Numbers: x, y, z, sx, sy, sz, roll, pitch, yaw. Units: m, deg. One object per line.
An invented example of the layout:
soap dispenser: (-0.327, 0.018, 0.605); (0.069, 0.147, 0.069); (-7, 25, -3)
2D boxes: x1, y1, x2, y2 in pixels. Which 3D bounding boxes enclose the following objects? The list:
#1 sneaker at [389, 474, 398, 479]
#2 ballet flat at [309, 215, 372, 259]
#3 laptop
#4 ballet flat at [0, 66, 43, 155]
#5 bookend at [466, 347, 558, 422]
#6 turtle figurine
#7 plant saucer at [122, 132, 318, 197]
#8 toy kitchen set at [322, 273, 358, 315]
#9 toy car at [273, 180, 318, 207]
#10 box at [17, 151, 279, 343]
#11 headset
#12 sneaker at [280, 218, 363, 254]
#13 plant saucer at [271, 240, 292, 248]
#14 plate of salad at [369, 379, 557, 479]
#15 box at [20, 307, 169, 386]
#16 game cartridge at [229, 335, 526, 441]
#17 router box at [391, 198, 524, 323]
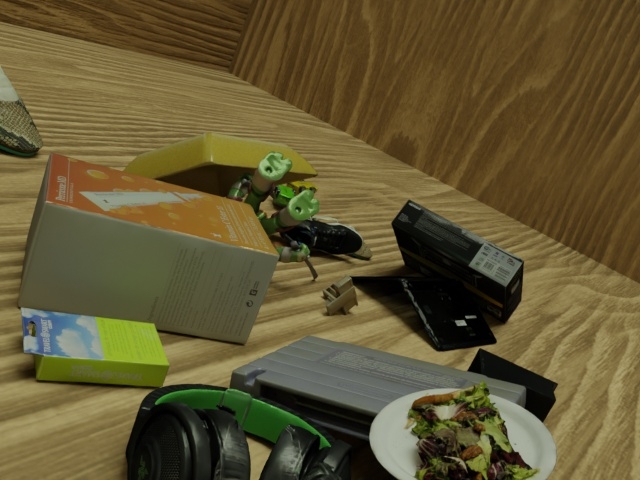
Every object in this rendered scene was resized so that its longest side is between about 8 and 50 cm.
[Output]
sneaker: (0.128, 0.332, 0.738); (0.125, 0.139, 0.341); (-1, -6, 14)
ballet flat: (0.044, -0.016, 1.704); (0.206, 0.067, 0.073); (20, 18, -9)
laptop: (0.225, 0.153, 1.522); (0.234, 0.136, 0.264); (2, 52, -46)
ballet flat: (-0.808, -0.356, 1.485); (0.483, 0.182, 0.164); (26, 17, 10)
bookend: (0.335, 0.279, 1.187); (0.157, 0.072, 0.156); (24, 19, 3)
turtle figurine: (-0.087, -0.059, 1.328); (0.275, 0.266, 0.197); (4, 65, -28)
plant saucer: (-0.232, -0.162, 1.492); (0.333, 0.081, 0.333); (-8, -5, 39)
toy kitchen set: (0.021, 0.103, 1.341); (0.068, 0.083, 0.075); (-36, 47, -19)
toy car: (-0.112, -0.139, 1.901); (0.239, 0.053, 0.225); (16, 19, -16)
box: (-0.271, 0.013, 1.074); (0.345, 0.168, 0.215); (14, 20, -25)
headset: (-0.065, 0.221, 0.689); (0.243, 0.185, 0.394); (17, 7, -15)
sneaker: (0.000, 0.000, 1.579); (0.217, 0.079, 0.121); (16, 15, -10)
plant saucer: (-0.072, 0.023, 1.541); (0.083, 0.013, 0.083); (21, 18, -7)
plate of salad: (0.154, 0.208, 0.743); (0.200, 0.048, 0.200); (0, 20, 0)
box: (-0.296, 0.139, 0.883); (0.178, 0.042, 0.109); (11, 20, -30)
game cartridge: (0.084, 0.214, 0.944); (0.355, 0.068, 0.230); (9, 6, 27)
router box: (0.330, 0.053, 1.633); (0.309, 0.081, 0.243); (32, -15, 26)
